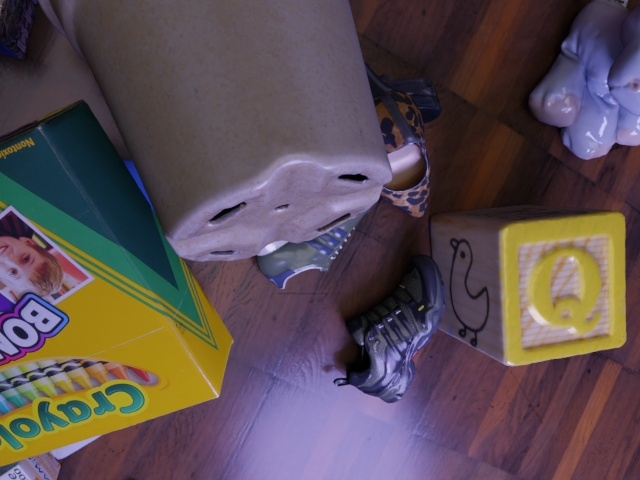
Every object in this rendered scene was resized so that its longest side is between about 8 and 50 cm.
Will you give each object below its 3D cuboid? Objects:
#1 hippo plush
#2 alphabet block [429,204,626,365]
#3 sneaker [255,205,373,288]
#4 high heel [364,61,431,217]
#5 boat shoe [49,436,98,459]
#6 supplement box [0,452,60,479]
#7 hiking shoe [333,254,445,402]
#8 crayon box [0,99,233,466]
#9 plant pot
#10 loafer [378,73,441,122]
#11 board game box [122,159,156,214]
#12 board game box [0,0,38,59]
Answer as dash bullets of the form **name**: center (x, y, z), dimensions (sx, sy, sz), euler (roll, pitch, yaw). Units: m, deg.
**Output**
- **hippo plush**: center (0.477, -0.263, 0.850), dimensions (0.235, 0.236, 0.294), euler (17, 91, -17)
- **alphabet block**: center (0.289, 0.051, 0.847), dimensions (0.194, 0.197, 0.192), euler (-8, 97, -15)
- **sneaker**: center (0.000, 0.000, 0.832), dimensions (0.192, 0.064, 0.086), euler (-27, 110, -12)
- **high heel**: center (0.109, -0.088, 0.763), dimensions (0.093, 0.186, 0.261), euler (-27, 127, 4)
- **boat shoe**: center (-0.262, 0.191, 0.759), dimensions (0.226, 0.083, 0.075), euler (-33, 105, -10)
- **supplement box**: center (-0.361, 0.288, 0.732), dimensions (0.036, 0.098, 0.062), euler (-35, 104, -11)
- **hiking shoe**: center (0.100, 0.122, 0.857), dimensions (0.114, 0.086, 0.226), euler (18, 91, -21)
- **crayon box**: center (-0.327, 0.073, 0.617), dimensions (0.363, 0.106, 0.313), euler (-20, 114, 12)
- **plant pot**: center (-0.084, -0.155, 0.597), dimensions (0.334, 0.334, 0.305), euler (-15, 76, -14)
- **loafer**: center (0.087, -0.206, 0.842), dimensions (0.170, 0.062, 0.061), euler (1, 72, -18)
- **board game box**: center (-0.268, -0.037, 0.763), dimensions (0.169, 0.033, 0.133), euler (0, 90, -21)
- **board game box**: center (-0.418, -0.378, 0.626), dimensions (0.232, 0.141, 0.290), euler (14, 91, -17)
